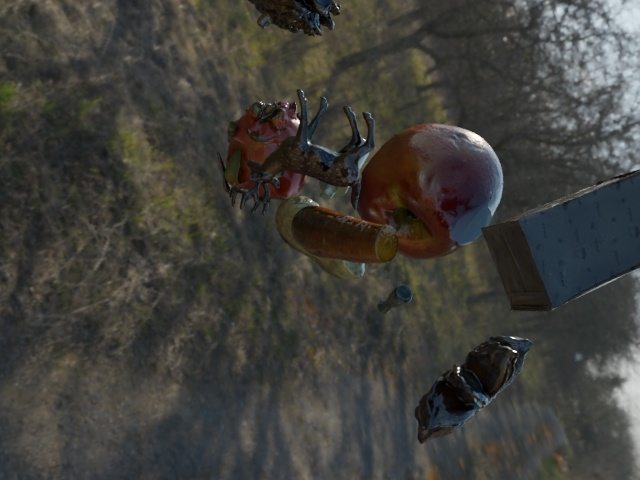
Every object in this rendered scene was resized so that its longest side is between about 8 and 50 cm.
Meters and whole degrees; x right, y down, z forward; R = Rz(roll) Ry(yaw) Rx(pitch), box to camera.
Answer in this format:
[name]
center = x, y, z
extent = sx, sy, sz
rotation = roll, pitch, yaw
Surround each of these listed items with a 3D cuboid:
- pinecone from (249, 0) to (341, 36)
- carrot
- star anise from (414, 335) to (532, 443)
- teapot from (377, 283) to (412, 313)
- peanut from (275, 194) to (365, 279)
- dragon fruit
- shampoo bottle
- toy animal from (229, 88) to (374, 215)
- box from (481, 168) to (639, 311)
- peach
[pinecone]
center = -0.047, -0.543, 1.585
extent = 0.243, 0.257, 0.243
rotation = 21, 25, -10
[carrot]
center = 0.032, -0.005, 1.278
extent = 0.087, 0.193, 0.087
rotation = -16, 114, -41
[star anise]
center = 0.322, 0.315, 1.701
extent = 0.117, 0.332, 0.331
rotation = 45, 4, 20
[teapot]
center = 0.163, 0.135, 1.751
extent = 0.111, 0.043, 0.043
rotation = 133, -54, -59
[peanut]
center = 0.000, 0.000, 1.689
extent = 0.236, 0.110, 0.120
rotation = 42, -18, 4
[dragon fruit]
center = -0.120, -0.201, 1.779
extent = 0.224, 0.224, 0.227
rotation = -45, 130, -76
[shampoo bottle]
center = 0.062, -0.197, 2.216
extent = 0.085, 0.085, 0.262
rotation = 63, 36, -28
[toy animal]
center = -0.035, -0.144, 1.465
extent = 0.087, 0.243, 0.260
rotation = -21, 131, -73
[box]
center = 0.511, 0.002, 1.563
extent = 0.225, 0.297, 0.190
rotation = 149, -81, -82
[peach]
center = 0.305, -0.120, 2.061
extent = 0.310, 0.406, 0.335
rotation = 35, -46, 36
